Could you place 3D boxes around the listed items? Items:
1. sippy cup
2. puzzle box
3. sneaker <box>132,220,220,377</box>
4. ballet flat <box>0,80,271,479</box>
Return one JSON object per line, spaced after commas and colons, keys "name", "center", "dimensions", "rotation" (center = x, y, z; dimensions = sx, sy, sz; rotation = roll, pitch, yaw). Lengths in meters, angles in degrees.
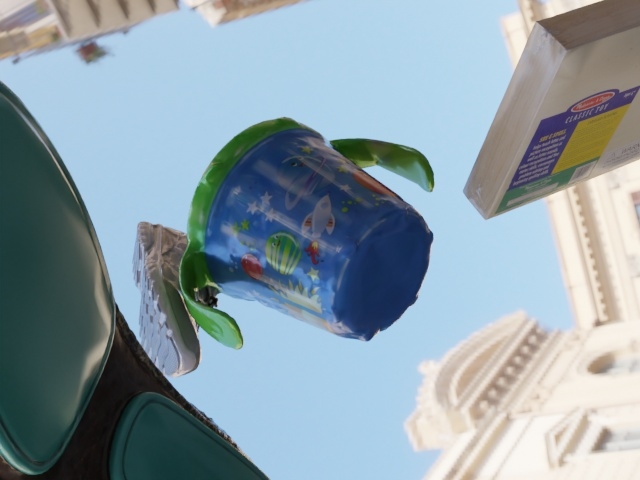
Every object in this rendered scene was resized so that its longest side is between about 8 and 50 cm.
{"name": "sippy cup", "center": [0.000, 0.000, 1.222], "dimensions": [0.240, 0.224, 0.305], "rotation": [26, -87, -51]}
{"name": "puzzle box", "center": [0.369, -0.185, 1.205], "dimensions": [0.409, 0.272, 0.052], "rotation": [-20, -120, -27]}
{"name": "sneaker", "center": [-0.168, 0.061, 1.306], "dimensions": [0.115, 0.105, 0.281], "rotation": [2, -146, -16]}
{"name": "ballet flat", "center": [-0.176, 0.105, 0.646], "dimensions": [0.164, 0.182, 0.482], "rotation": [-73, -32, -40]}
